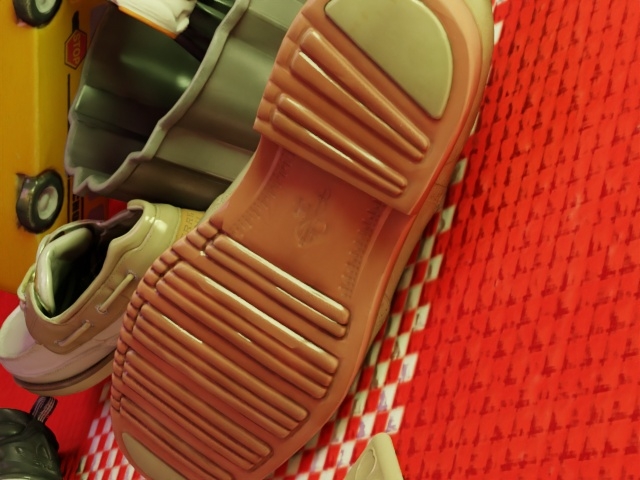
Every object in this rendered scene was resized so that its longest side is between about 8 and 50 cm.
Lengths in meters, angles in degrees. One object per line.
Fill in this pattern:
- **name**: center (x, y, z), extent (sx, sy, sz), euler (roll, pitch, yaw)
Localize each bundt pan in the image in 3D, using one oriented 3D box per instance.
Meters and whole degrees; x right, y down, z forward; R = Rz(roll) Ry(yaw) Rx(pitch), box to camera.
- **bundt pan**: center (-0.061, -0.160, 1.274), extent (0.331, 0.124, 0.331), euler (-46, 30, 37)

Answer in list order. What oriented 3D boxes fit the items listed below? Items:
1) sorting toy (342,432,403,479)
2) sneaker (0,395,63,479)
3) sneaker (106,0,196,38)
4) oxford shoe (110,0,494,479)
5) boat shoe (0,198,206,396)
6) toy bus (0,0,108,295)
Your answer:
- **sorting toy**: center (0.025, 0.148, 0.923), extent (0.062, 0.012, 0.083), euler (-52, 22, 17)
- **sneaker**: center (-0.288, 0.234, 1.403), extent (0.268, 0.101, 0.153), euler (-42, 31, 31)
- **sneaker**: center (-0.107, -0.248, 1.205), extent (0.121, 0.099, 0.262), euler (-48, 35, 19)
- **oxford shoe**: center (0.000, 0.000, 1.030), extent (0.397, 0.140, 0.146), euler (-56, -7, 30)
- **boat shoe**: center (-0.170, 0.034, 1.288), extent (0.302, 0.103, 0.113), euler (-25, 41, 45)
- **toy bus**: center (-0.246, -0.115, 1.425), extent (0.130, 0.108, 0.333), euler (-36, -44, -54)
